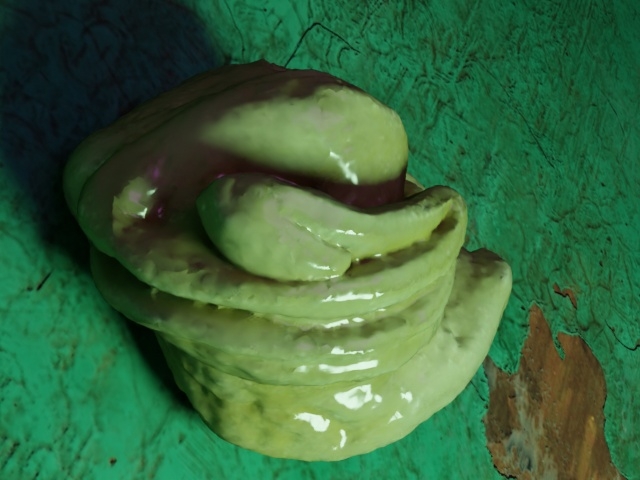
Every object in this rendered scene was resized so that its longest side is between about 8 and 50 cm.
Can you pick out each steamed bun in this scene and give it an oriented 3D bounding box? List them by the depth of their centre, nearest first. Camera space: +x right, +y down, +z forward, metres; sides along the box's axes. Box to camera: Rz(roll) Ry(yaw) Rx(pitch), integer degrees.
[{"bbox_3d":[-0.003,0.001,0.951,0.372,0.230,0.325,44,38,-23],"label":"steamed bun"}]
